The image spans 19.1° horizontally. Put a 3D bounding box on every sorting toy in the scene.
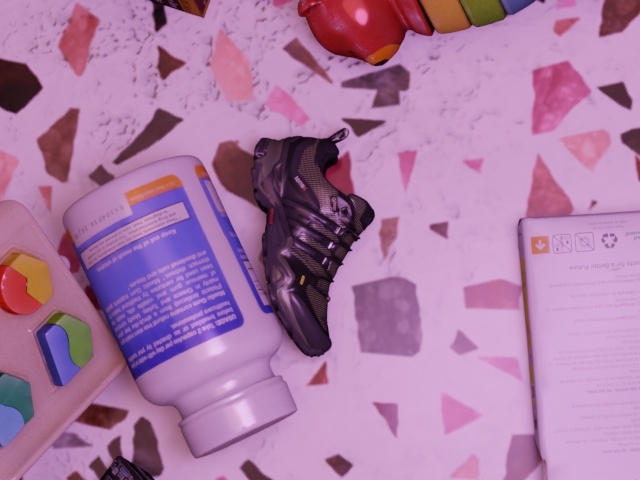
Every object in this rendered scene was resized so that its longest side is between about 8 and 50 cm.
[{"bbox_3d":[-0.292,0.096,1.789,0.193,0.038,0.208,-48,117,-29],"label":"sorting toy"}]

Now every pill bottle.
[{"bbox_3d":[-0.130,0.067,1.851,0.152,0.152,0.272,-25,83,0],"label":"pill bottle"}]

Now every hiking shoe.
[{"bbox_3d":[0.000,0.000,1.884,0.114,0.086,0.226,-11,83,5],"label":"hiking shoe"}]

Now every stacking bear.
[{"bbox_3d":[0.119,-0.267,1.877,0.289,0.175,0.164,-23,85,8],"label":"stacking bear"}]

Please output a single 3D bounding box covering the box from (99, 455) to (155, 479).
[{"bbox_3d":[-0.204,0.315,1.815,0.045,0.191,0.184,36,86,-27],"label":"box"}]

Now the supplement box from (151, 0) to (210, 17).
[{"bbox_3d":[-0.195,-0.327,1.875,0.194,0.191,0.129,18,85,5],"label":"supplement box"}]

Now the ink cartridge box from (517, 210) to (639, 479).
[{"bbox_3d":[0.356,0.120,1.865,0.304,0.072,0.307,-4,86,1],"label":"ink cartridge box"}]

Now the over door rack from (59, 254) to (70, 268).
[{"bbox_3d":[-0.376,0.035,1.834,0.239,0.108,0.324,-23,83,-37],"label":"over door rack"}]
